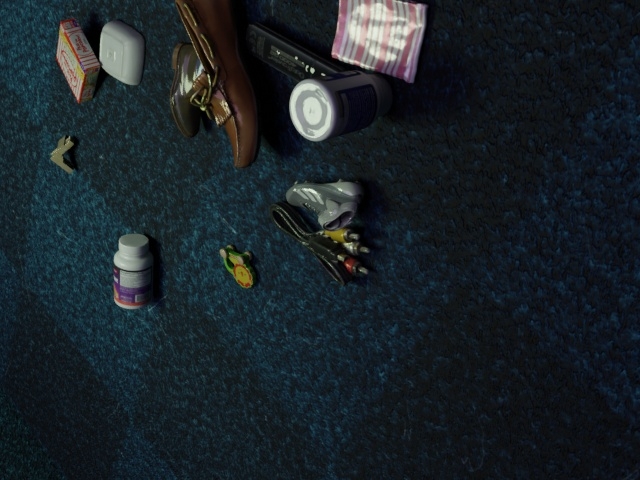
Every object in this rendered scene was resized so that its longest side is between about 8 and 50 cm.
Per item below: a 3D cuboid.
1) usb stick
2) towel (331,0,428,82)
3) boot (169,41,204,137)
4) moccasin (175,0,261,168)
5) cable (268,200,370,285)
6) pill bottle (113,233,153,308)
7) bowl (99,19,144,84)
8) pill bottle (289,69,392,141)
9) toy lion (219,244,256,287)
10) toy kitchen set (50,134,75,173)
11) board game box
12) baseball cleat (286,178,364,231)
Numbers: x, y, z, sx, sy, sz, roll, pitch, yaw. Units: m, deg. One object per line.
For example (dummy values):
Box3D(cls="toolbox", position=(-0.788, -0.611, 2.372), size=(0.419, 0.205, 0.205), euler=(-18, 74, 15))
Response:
Box3D(cls="usb stick", position=(-0.047, -0.361, 1.559), size=(0.278, 0.045, 0.077), euler=(35, 136, 29))
Box3D(cls="towel", position=(0.104, -0.380, 1.417), size=(0.197, 0.029, 0.144), euler=(27, 124, 34))
Box3D(cls="boot", position=(-0.284, -0.340, 1.767), size=(0.106, 0.082, 0.219), euler=(15, 114, 42))
Box3D(cls="moccasin", position=(-0.218, -0.337, 1.635), size=(0.139, 0.147, 0.380), euler=(-161, 57, -72))
Box3D(cls="cable", position=(0.000, 0.000, 1.671), size=(0.287, 0.072, 0.139), euler=(32, 144, 46))
Box3D(cls="pill bottle", position=(-0.517, 0.084, 2.139), size=(0.108, 0.108, 0.193), euler=(28, 123, 33))
Box3D(cls="bowl", position=(-0.507, -0.471, 1.950), size=(0.142, 0.053, 0.142), euler=(35, 128, 28))
Box3D(cls="pill bottle", position=(0.044, -0.251, 1.412), size=(0.112, 0.187, 0.112), euler=(18, 118, 38))
Box3D(cls="toy lion", position=(-0.197, 0.068, 1.886), size=(0.100, 0.034, 0.096), euler=(20, 127, 38))
Box3D(cls="toy kitchen set", position=(-0.738, -0.261, 2.275), size=(0.083, 0.075, 0.068), euler=(-39, 34, 13))
Box3D(cls="board game box", position=(-0.643, -0.473, 2.047), size=(0.146, 0.045, 0.193), euler=(62, 153, 6))
Box3D(cls="baseball cleat", position=(-0.003, -0.071, 1.590), size=(0.206, 0.072, 0.109), euler=(-6, 61, 45))
